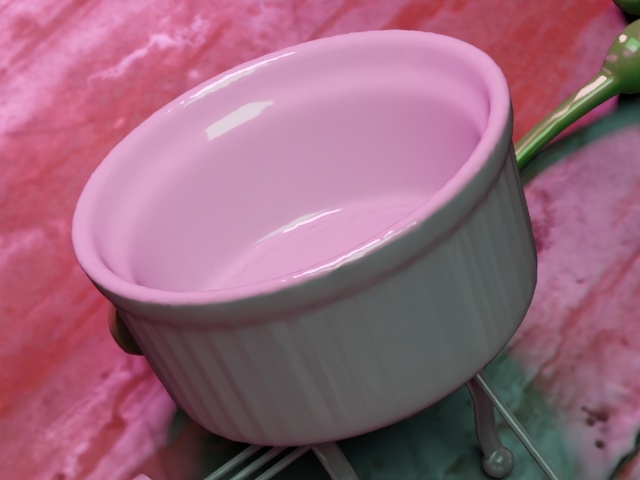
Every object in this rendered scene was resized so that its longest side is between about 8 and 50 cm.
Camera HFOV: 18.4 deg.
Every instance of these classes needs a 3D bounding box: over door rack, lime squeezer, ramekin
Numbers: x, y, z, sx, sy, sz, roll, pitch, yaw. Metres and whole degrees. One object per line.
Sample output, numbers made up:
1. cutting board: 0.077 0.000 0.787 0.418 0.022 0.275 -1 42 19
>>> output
1. over door rack: 0.064 0.219 1.212 0.239 0.108 0.324 -35 73 -19
2. lime squeezer: 0.209 -0.165 1.451 0.110 0.059 0.310 -2 59 33
3. ramekin: 0.000 0.000 1.208 0.277 0.135 0.277 -17 31 10

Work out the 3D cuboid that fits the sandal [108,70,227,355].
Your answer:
1. sandal: -0.111 -0.019 1.352 0.079 0.088 0.240 1 51 33
